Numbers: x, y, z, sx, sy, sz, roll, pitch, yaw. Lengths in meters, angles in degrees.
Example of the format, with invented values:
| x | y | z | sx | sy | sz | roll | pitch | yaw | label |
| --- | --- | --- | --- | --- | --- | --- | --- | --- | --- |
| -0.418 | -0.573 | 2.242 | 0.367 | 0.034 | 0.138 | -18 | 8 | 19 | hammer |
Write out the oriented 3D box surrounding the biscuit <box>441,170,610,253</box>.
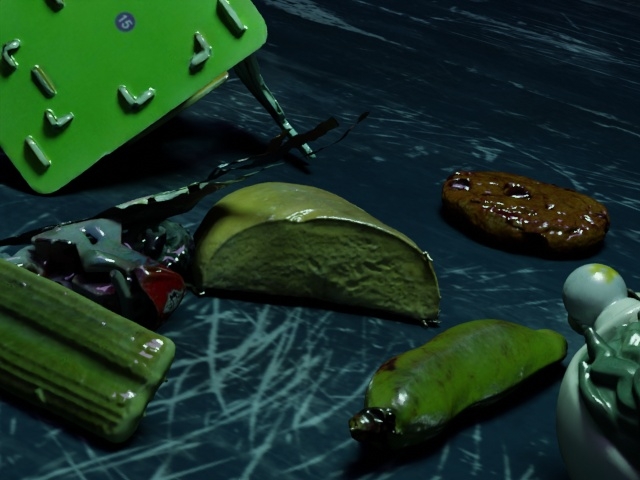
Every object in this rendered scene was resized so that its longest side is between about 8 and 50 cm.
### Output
| x | y | z | sx | sy | sz | roll | pitch | yaw | label |
| --- | --- | --- | --- | --- | --- | --- | --- | --- | --- |
| 0.227 | -0.037 | 1.728 | 0.192 | 0.049 | 0.192 | 12 | 21 | -5 | biscuit |

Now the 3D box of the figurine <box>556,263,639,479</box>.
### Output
| x | y | z | sx | sy | sz | roll | pitch | yaw | label |
| --- | --- | --- | --- | --- | --- | --- | --- | --- | --- |
| 0.295 | 0.119 | 1.208 | 0.261 | 0.186 | 0.382 | 27 | 20 | 13 | figurine |

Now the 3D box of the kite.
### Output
| x | y | z | sx | sy | sz | roll | pitch | yaw | label |
| --- | --- | --- | --- | --- | --- | --- | --- | --- | --- |
| -0.125 | -0.043 | 1.390 | 0.360 | 0.022 | 0.204 | -21 | -7 | 40 | kite |

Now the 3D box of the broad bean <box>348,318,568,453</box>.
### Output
| x | y | z | sx | sy | sz | roll | pitch | yaw | label |
| --- | --- | --- | --- | --- | --- | --- | --- | --- | --- |
| 0.111 | 0.112 | 1.300 | 0.077 | 0.061 | 0.339 | 31 | 31 | 28 | broad bean |

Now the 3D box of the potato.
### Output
| x | y | z | sx | sy | sz | roll | pitch | yaw | label |
| --- | --- | --- | --- | --- | --- | --- | --- | --- | --- |
| 0.000 | 0.000 | 1.490 | 0.243 | 0.098 | 0.138 | 9 | 20 | -4 | potato |

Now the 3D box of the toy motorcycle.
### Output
| x | y | z | sx | sy | sz | roll | pitch | yaw | label |
| --- | --- | --- | --- | --- | --- | --- | --- | --- | --- |
| -0.205 | 0.041 | 1.330 | 0.213 | 0.082 | 0.122 | -11 | 36 | -12 | toy motorcycle |

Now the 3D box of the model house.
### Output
| x | y | z | sx | sy | sz | roll | pitch | yaw | label |
| --- | --- | --- | --- | --- | --- | --- | --- | --- | --- |
| -0.207 | -0.157 | 1.768 | 0.300 | 0.340 | 0.323 | -36 | 4 | -6 | model house |

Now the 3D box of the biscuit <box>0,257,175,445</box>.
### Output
| x | y | z | sx | sy | sz | roll | pitch | yaw | label |
| --- | --- | --- | --- | --- | --- | --- | --- | --- | --- |
| -0.257 | 0.061 | 1.249 | 0.322 | 0.099 | 0.038 | 23 | -18 | 28 | biscuit |
